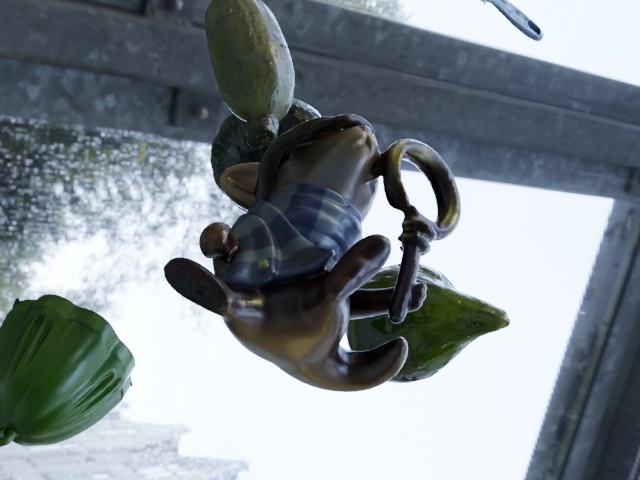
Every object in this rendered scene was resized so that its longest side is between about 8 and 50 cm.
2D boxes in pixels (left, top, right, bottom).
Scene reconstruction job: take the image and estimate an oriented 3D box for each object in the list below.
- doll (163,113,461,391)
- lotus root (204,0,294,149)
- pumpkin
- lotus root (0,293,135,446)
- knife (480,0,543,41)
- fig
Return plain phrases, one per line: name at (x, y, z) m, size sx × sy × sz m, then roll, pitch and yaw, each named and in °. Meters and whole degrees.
doll at (0.002, -0.002, 0.984) m, size 0.209 × 0.317 × 0.340 m, roll -57°, pitch -163°, yaw 38°
lotus root at (-0.073, -0.190, 0.950) m, size 0.077 × 0.090 × 0.183 m, roll -33°, pitch -116°, yaw 45°
pumpkin at (-0.076, -0.136, 1.437) m, size 0.152 × 0.211 × 0.212 m, roll -86°, pitch -161°, yaw -58°
lotus root at (-0.342, 0.183, 1.049) m, size 0.186 × 0.186 × 0.186 m, roll -8°, pitch -100°, yaw 56°
knife at (0.243, -0.377, 1.311) m, size 0.019 × 0.313 × 0.045 m, roll -24°, pitch -129°, yaw 43°
fig at (0.178, 0.133, 1.415) m, size 0.275 × 0.206 × 0.206 m, roll -3°, pitch -96°, yaw 44°
